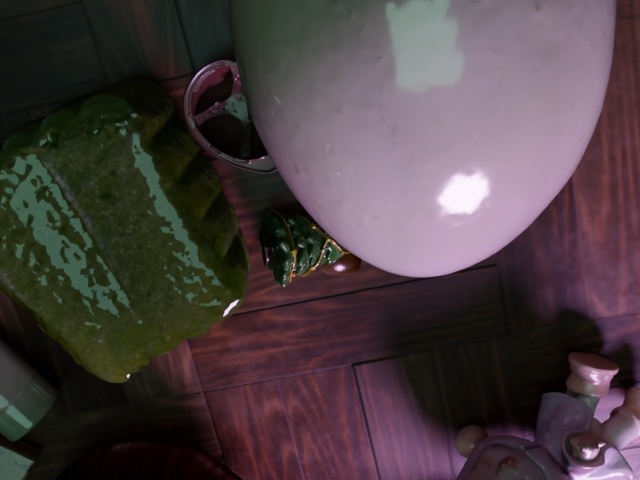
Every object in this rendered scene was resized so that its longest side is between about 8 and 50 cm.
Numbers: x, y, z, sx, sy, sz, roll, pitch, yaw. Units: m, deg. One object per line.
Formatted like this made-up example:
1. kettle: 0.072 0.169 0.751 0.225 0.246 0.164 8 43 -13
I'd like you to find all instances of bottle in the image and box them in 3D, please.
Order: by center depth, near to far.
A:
1. bottle: -0.364 0.114 0.821 0.072 0.072 0.201 -39 106 14

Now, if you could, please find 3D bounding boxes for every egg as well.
1. egg: 0.076 -0.142 0.604 0.283 0.283 0.345 -8 107 4

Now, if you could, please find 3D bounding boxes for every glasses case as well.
1. glasses case: -0.398 0.221 0.880 0.170 0.041 0.064 30 97 -9

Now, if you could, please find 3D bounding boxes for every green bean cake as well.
1. green bean cake: -0.195 -0.004 0.749 0.222 0.125 0.248 -27 105 12

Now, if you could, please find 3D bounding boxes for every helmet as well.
1. helmet: -0.068 -0.116 0.735 0.111 0.057 0.089 38 104 -8

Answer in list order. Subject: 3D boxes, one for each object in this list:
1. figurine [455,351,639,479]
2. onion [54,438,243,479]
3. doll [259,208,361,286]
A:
1. figurine: 0.228 0.243 0.816 0.276 0.200 0.133 -46 123 -9
2. onion: -0.184 0.340 0.805 0.273 0.285 0.273 0 90 9
3. doll: -0.002 0.003 0.770 0.113 0.076 0.078 -7 102 3
